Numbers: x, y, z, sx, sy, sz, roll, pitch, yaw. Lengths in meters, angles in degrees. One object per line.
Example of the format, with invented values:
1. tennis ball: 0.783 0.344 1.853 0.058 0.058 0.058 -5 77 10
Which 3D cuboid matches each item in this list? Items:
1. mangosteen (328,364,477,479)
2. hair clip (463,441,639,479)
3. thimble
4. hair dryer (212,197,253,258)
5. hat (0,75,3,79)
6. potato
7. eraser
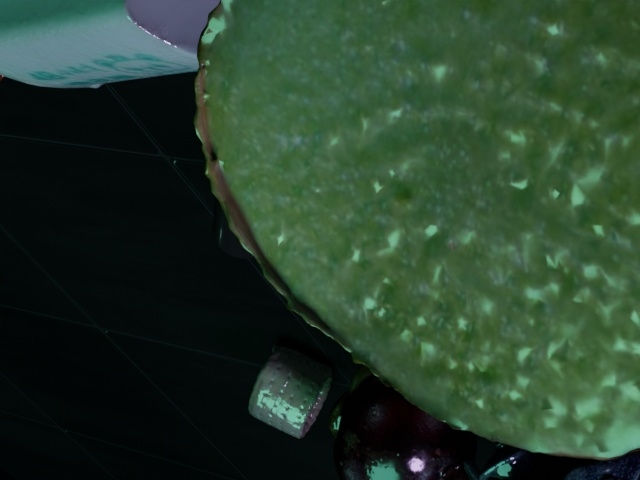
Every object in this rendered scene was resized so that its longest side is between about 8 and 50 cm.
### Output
1. mangosteen: 0.091 0.236 2.002 0.230 0.194 0.194 44 171 44
2. hair clip: 0.284 0.303 1.863 0.194 0.206 0.310 66 -178 41
3. thimble: -0.042 0.202 2.160 0.090 0.102 0.115 26 127 9
4. hair dryer: 0.000 -0.001 1.774 0.248 0.071 0.114 19 155 2
5. hat: -0.386 -0.236 1.700 0.093 0.112 0.162 -25 115 29
6. potato: 0.171 -0.098 1.116 0.442 0.319 0.385 30 118 21
7. eraser: -0.181 -0.200 1.461 0.189 0.104 0.290 12 172 -41
